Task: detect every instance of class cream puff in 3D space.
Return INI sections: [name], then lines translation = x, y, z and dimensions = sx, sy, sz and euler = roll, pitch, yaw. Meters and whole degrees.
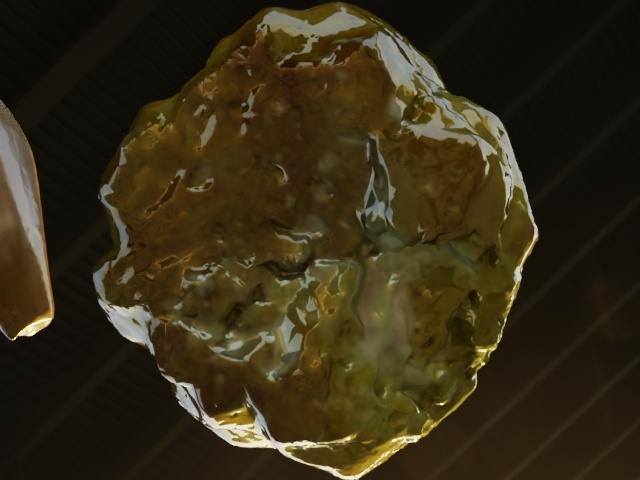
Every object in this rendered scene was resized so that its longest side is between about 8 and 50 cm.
[cream puff]
translation = 0.001, 0.002, 0.556
dimensions = 0.282, 0.282, 0.185
euler = -45, -14, 5

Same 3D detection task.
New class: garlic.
[garlic]
translation = -0.332, -0.052, 0.860
dimensions = 0.112, 0.318, 0.143
euler = -16, -14, -13
